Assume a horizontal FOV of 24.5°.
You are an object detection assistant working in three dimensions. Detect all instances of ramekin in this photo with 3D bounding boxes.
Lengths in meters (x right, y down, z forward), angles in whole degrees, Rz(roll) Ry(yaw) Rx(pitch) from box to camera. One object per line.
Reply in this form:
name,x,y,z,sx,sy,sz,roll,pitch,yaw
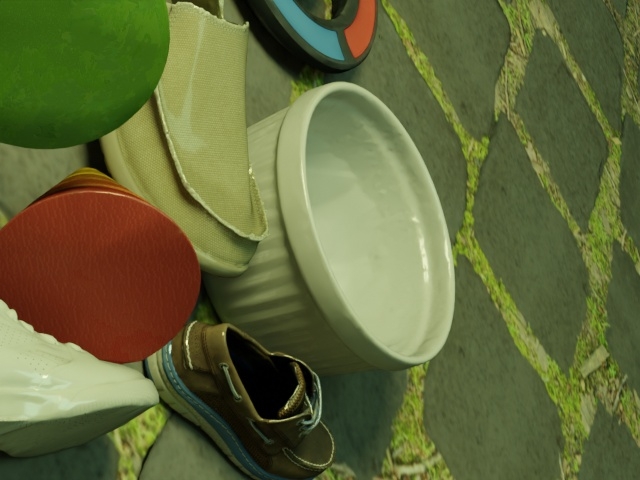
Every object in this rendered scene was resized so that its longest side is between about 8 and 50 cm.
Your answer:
ramekin,0.000,0.000,1.051,0.207,0.109,0.207,37,44,-47

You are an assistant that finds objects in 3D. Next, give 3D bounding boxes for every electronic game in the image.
electronic game,-0.017,-0.248,1.224,0.229,0.048,0.229,37,43,-46

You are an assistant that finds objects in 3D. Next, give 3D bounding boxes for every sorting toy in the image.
sorting toy,-0.145,-0.110,0.796,0.126,0.127,0.365,-107,-170,-58

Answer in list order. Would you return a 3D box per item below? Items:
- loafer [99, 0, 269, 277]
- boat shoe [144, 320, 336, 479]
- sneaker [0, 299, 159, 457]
loafer,-0.089,-0.107,0.941,0.102,0.092,0.268,6,60,-59
boat shoe,-0.035,0.110,0.969,0.183,0.066,0.066,39,43,-45
sneaker,-0.167,0.061,0.770,0.212,0.080,0.094,10,54,-57
